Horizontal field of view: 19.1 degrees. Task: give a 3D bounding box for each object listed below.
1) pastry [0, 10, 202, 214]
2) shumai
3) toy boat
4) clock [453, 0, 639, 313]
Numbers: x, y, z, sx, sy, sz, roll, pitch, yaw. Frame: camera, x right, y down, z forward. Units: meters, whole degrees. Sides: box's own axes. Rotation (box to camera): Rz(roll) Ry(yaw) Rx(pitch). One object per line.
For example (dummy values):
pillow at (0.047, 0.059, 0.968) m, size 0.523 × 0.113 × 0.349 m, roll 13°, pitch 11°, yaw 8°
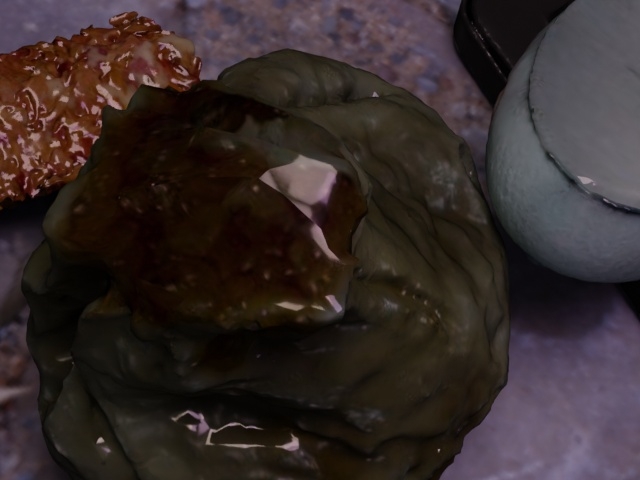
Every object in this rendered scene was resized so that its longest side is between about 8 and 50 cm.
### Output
pastry at (-0.138, -0.057, 0.964) m, size 0.169 × 0.063 × 0.087 m, roll -24°, pitch 76°, yaw -30°
shumai at (0.000, 0.000, 0.850) m, size 0.225 × 0.222 × 0.261 m, roll 41°, pitch 51°, yaw 3°
toy boat at (0.152, -0.050, 0.956) m, size 0.134 × 0.079 × 0.208 m, roll 36°, pitch 45°, yaw 3°
clock at (0.250, -0.077, 1.059) m, size 0.279 × 0.049 × 0.273 m, roll -21°, pitch 63°, yaw -23°
